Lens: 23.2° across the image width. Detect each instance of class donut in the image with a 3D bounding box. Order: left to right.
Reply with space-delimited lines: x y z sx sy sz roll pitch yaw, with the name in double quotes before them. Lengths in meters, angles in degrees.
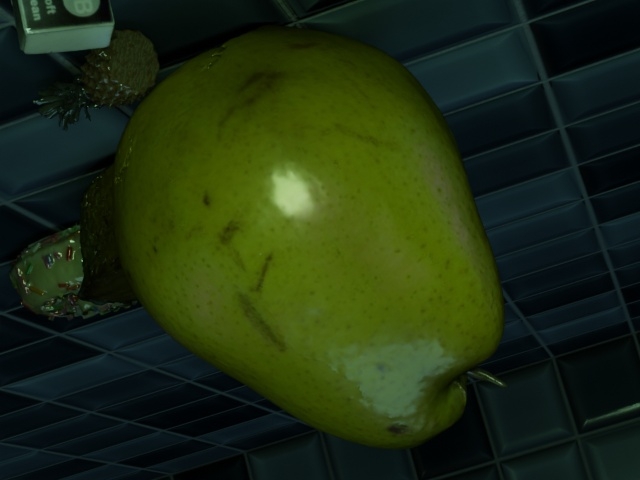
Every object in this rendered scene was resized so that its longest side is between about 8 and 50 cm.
"donut" -0.234 0.034 1.608 0.174 0.068 0.174 -15 166 -4
"donut" -0.107 -0.028 1.465 0.272 0.107 0.272 -16 170 -3

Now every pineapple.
"pineapple" -0.172 -0.120 1.179 0.058 0.058 0.124 -3 172 -39

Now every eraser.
"eraser" -0.153 -0.166 0.877 0.052 0.122 0.029 -9 162 -19

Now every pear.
"pear" -0.003 -0.003 1.204 0.285 0.336 0.285 -37 -165 12
